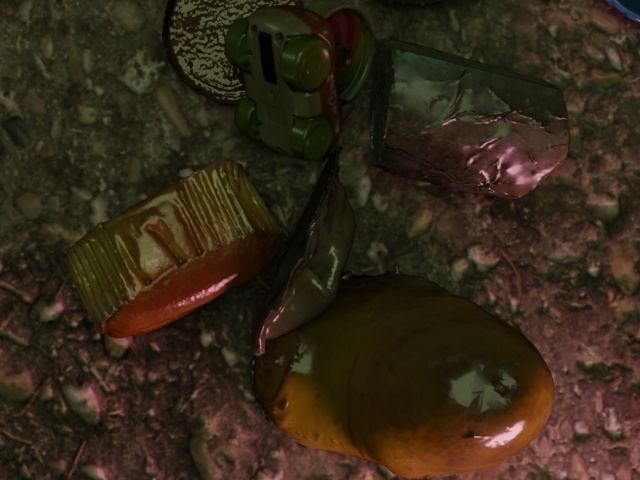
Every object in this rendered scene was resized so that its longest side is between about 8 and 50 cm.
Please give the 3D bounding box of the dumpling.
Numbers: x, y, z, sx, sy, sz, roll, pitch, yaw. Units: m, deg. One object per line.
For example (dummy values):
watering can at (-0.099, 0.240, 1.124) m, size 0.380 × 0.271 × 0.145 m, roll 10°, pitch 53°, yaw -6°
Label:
dumpling at (0.002, 0.003, 1.681) m, size 0.086 × 0.166 × 0.332 m, roll 25°, pitch 64°, yaw -13°

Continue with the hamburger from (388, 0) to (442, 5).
hamburger at (0.142, -0.490, 1.775) m, size 0.302 × 0.170 × 0.302 m, roll 0°, pitch 96°, yaw 0°

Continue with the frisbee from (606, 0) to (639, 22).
frisbee at (0.507, -0.439, 1.843) m, size 0.242 × 0.045 × 0.242 m, roll 0°, pitch 90°, yaw -9°

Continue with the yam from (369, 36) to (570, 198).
yam at (0.206, -0.166, 1.738) m, size 0.271 × 0.202 × 0.201 m, roll 7°, pitch 105°, yaw -3°

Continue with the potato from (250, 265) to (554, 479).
potato at (0.114, 0.170, 1.644) m, size 0.397 × 0.296 × 0.290 m, roll 20°, pitch 82°, yaw -1°

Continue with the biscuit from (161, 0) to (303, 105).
biscuit at (-0.126, -0.309, 1.809) m, size 0.226 × 0.042 × 0.226 m, roll 0°, pitch 82°, yaw -3°

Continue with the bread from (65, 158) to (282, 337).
bread at (-0.193, 0.026, 1.689) m, size 0.288 × 0.204 × 0.156 m, roll -28°, pitch 80°, yaw -10°

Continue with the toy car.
toy car at (-0.006, -0.240, 1.744) m, size 0.145 × 0.235 × 0.235 m, roll 24°, pitch 82°, yaw 37°
